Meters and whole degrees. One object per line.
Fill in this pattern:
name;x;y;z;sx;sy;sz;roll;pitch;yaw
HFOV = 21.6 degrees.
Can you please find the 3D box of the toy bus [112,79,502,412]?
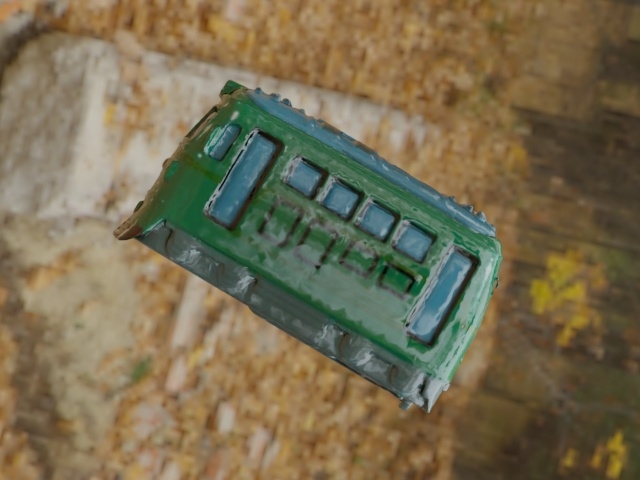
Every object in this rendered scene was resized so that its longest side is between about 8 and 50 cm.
toy bus;0.000;0.000;1.575;0.199;0.343;0.183;-60;-176;1
